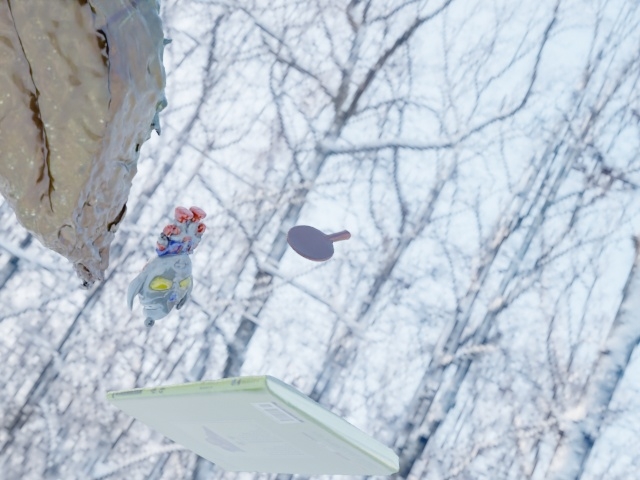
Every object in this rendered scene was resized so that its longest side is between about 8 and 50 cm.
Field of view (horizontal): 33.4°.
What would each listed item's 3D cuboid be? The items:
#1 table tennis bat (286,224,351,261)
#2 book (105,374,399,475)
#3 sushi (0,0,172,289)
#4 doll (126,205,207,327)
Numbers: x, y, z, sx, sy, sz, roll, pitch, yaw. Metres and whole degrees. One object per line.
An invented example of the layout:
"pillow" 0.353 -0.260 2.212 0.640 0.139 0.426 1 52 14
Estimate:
"table tennis bat" 0.000 0.000 2.086 0.098 0.154 0.019 50 -49 26
"book" -0.094 0.241 1.377 0.239 0.035 0.352 37 -31 -32
"sushi" -0.162 -0.117 0.687 0.140 0.149 0.287 -113 178 -80
"doll" -0.213 0.041 1.510 0.062 0.104 0.195 29 -70 16
